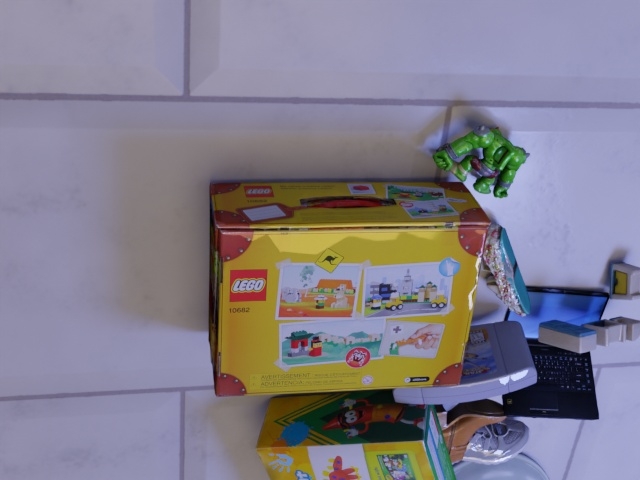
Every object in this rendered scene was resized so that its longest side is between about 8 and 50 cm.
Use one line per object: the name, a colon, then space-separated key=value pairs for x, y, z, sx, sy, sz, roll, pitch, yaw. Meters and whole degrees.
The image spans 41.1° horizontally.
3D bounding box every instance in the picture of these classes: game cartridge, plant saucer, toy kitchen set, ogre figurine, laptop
game cartridge: x=0.295 y=0.260 z=1.804 sx=0.297 sy=0.198 sz=0.062 roll=-9 pitch=115 yaw=6
plant saucer: x=0.427 y=0.724 z=2.143 sx=0.400 sy=0.100 sz=0.401 roll=-5 pitch=109 yaw=-15
toy kitchen set: x=0.593 y=0.139 z=1.867 sx=0.207 sy=0.122 sz=0.166 roll=-6 pitch=99 yaw=-32
ogre figurine: x=0.323 y=-0.155 z=1.655 sx=0.197 sy=0.097 sz=0.118 roll=35 pitch=120 yaw=-16
laptop: x=0.531 y=0.255 z=1.913 sx=0.234 sy=0.264 sz=0.136 roll=5 pitch=156 yaw=-11

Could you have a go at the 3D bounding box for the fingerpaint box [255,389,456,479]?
fingerpaint box: x=0.106 y=0.546 z=1.920 sx=0.371 sy=0.163 sz=0.445 roll=-8 pitch=124 yaw=18

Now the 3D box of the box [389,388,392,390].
box: x=0.234 y=0.350 z=1.956 sx=0.169 sy=0.059 sz=0.054 roll=-27 pitch=122 yaw=4

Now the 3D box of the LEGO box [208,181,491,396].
LEGO box: x=0.037 y=0.089 z=1.651 sx=0.500 sy=0.193 sz=0.373 roll=-1 pitch=118 yaw=-11

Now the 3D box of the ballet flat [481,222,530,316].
ballet flat: x=0.383 y=0.064 z=1.819 sx=0.077 sy=0.091 sz=0.241 roll=-8 pitch=123 yaw=28

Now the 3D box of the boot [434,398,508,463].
boot: x=0.328 y=0.439 z=1.949 sx=0.197 sy=0.073 sz=0.152 roll=-2 pitch=114 yaw=5

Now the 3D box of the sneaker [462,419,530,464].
sneaker: x=0.365 y=0.463 z=2.027 sx=0.281 sy=0.105 sz=0.115 roll=-7 pitch=122 yaw=-8
